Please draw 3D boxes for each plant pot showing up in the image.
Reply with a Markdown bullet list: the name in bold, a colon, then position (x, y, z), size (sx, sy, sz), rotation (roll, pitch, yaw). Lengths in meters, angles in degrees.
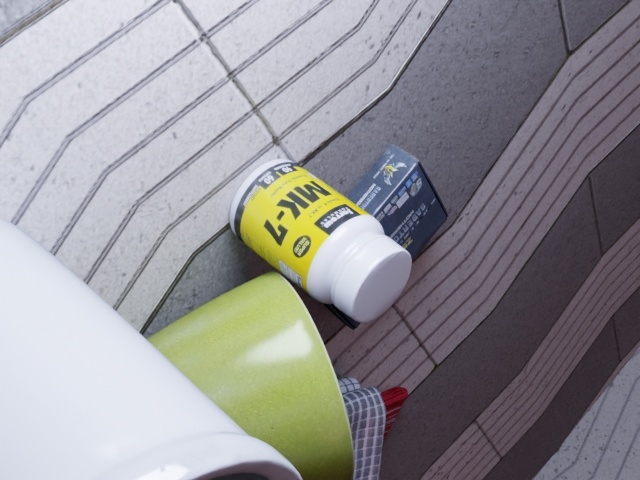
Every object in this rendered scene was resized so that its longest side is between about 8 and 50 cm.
- **plant pot**: position (-0.150, 0.210, 1.077), size (0.293, 0.275, 0.275), rotation (-18, 137, -17)

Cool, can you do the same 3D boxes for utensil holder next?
- **utensil holder**: position (-0.258, 0.196, 0.773), size (0.327, 0.385, 0.327), rotation (-32, 142, -30)

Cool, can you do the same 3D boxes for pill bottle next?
- **pill bottle**: position (0.000, 0.000, 1.084), size (0.119, 0.208, 0.119), rotation (-33, 143, -30)

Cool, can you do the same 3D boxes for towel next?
- **towel**: position (0.054, 0.399, 1.710), size (0.199, 0.031, 0.275), rotation (-8, 129, -51)
- **towel**: position (-0.011, 0.375, 1.452), size (0.235, 0.121, 0.283), rotation (-8, 108, -48)

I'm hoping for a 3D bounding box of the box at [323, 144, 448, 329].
- **box**: position (0.076, 0.001, 1.325), size (0.232, 0.059, 0.183), rotation (-49, 149, -6)
